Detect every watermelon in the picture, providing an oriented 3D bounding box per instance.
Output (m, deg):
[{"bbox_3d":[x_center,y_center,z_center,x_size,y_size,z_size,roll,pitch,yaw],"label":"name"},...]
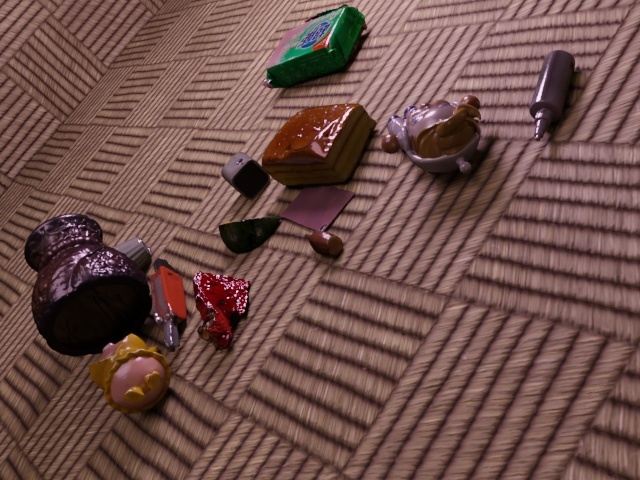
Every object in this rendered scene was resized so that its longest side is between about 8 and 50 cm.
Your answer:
[{"bbox_3d":[-0.175,-0.011,1.826,0.181,0.075,0.092,-7,4,43],"label":"watermelon"}]

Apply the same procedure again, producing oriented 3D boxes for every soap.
[{"bbox_3d":[-0.016,-0.515,2.157,0.273,0.098,0.217,-6,55,48],"label":"soap"}]

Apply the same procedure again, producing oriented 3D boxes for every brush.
[{"bbox_3d":[-0.342,0.140,1.817,0.051,0.070,0.323,-39,35,13],"label":"brush"}]

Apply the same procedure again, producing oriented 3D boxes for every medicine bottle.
[{"bbox_3d":[0.404,-0.250,1.412,0.058,0.057,0.199,-9,48,44],"label":"medicine bottle"}]

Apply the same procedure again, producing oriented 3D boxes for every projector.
[{"bbox_3d":[-0.184,-0.159,1.955,0.083,0.083,0.082,-48,32,-2],"label":"projector"}]

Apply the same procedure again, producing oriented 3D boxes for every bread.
[{"bbox_3d":[-0.011,-0.217,1.797,0.234,0.110,0.184,-1,51,49],"label":"bread"}]

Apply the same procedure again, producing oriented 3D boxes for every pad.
[{"bbox_3d":[-0.009,-0.076,1.735,0.113,0.006,0.188,-51,32,-11],"label":"pad"}]

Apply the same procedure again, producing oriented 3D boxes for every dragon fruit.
[{"bbox_3d":[-0.204,0.158,1.658,0.192,0.123,0.092,-110,29,-52],"label":"dragon fruit"}]

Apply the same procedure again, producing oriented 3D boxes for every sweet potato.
[{"bbox_3d":[0.000,0.000,1.598,0.049,0.049,0.117,-52,33,-11],"label":"sweet potato"}]

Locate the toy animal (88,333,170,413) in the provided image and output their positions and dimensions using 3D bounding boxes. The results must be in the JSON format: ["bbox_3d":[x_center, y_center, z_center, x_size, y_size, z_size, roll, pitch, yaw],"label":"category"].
[{"bbox_3d":[-0.389,0.278,1.657,0.156,0.156,0.230,-51,22,-9],"label":"toy animal"}]

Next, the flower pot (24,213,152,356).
[{"bbox_3d":[-0.559,0.090,1.869,0.266,0.266,0.267,-41,54,7],"label":"flower pot"}]

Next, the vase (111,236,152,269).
[{"bbox_3d":[-0.550,0.087,2.066,0.248,0.128,0.128,-38,32,-4],"label":"vase"}]

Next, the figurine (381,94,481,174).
[{"bbox_3d":[0.200,-0.200,1.532,0.194,0.133,0.274,-33,19,-26],"label":"figurine"}]
